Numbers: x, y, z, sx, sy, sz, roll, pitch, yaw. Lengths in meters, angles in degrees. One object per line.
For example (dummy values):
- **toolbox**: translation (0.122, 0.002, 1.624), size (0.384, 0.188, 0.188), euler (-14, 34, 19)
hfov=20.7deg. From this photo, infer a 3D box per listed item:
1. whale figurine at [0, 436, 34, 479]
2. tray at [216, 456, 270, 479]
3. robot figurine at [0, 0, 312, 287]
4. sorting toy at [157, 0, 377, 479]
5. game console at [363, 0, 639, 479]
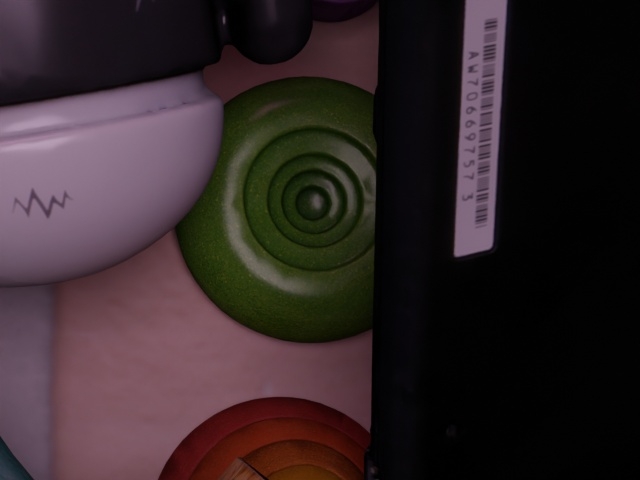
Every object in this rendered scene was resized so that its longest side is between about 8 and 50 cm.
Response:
- **whale figurine**: translation (-0.182, 0.088, 0.697), size (0.141, 0.216, 0.272), euler (-10, 87, -40)
- **tray**: translation (-0.082, 0.304, 0.652), size (0.203, 0.076, 0.411), euler (42, 85, -28)
- **robot figurine**: translation (-0.133, -0.120, 0.727), size (0.173, 0.209, 0.278), euler (-19, 103, -52)
- **sorting toy**: translation (0.000, 0.000, 0.764), size (0.127, 0.126, 0.365), euler (6, 80, -7)
- **game console**: translation (0.168, -0.080, 0.702), size (0.342, 0.060, 0.386), euler (-13, 119, -23)
